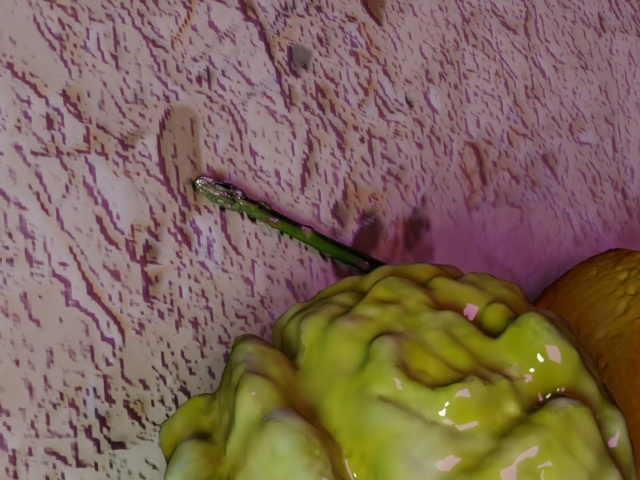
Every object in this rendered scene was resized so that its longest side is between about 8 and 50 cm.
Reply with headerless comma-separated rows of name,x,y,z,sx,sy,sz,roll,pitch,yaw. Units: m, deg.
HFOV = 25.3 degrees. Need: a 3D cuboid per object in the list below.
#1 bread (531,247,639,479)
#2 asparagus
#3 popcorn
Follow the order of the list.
bread,0.212,0.121,0.821,0.268,0.145,0.268,11,73,-38
asparagus,0.000,0.000,0.764,0.166,0.016,0.013,25,102,-33
popcorn,0.026,0.134,0.617,0.212,0.259,0.259,16,65,-20
